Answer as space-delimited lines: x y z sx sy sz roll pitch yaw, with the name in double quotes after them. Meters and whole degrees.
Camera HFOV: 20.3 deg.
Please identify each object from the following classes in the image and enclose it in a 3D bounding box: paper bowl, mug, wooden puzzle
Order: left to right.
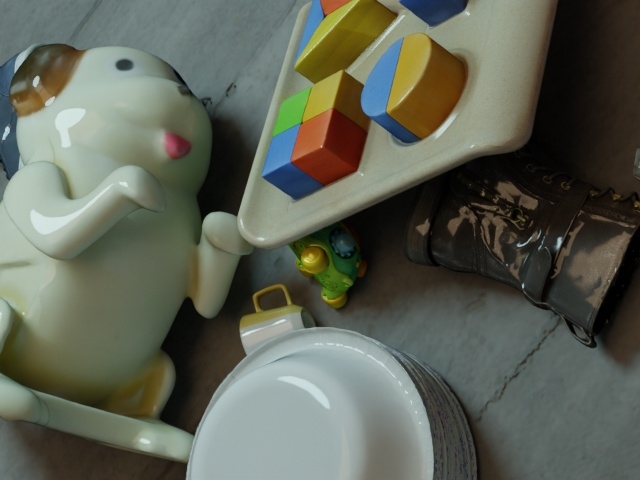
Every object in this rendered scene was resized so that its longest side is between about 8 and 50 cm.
-0.042 0.087 1.798 0.064 0.062 0.078 -22 96 20 "mug"
-0.007 0.222 1.677 0.284 0.148 0.284 -12 68 31 "paper bowl"
0.065 -0.176 1.701 0.347 0.080 0.322 -19 44 42 "wooden puzzle"

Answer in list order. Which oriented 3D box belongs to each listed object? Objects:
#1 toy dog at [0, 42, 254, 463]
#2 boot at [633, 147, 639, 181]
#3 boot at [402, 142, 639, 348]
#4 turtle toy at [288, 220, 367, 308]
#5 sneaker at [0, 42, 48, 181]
-0.233 0.000 1.868 0.395 0.284 0.408 2 75 60 "toy dog"
0.294 -0.064 1.572 0.037 0.114 0.106 -43 55 16 "boot"
0.214 -0.051 1.657 0.229 0.091 0.263 18 87 32 "boot"
0.000 0.000 1.787 0.066 0.095 0.130 -36 55 -5 "turtle toy"
-0.361 -0.099 2.079 0.163 0.086 0.226 -16 73 38 "sneaker"
